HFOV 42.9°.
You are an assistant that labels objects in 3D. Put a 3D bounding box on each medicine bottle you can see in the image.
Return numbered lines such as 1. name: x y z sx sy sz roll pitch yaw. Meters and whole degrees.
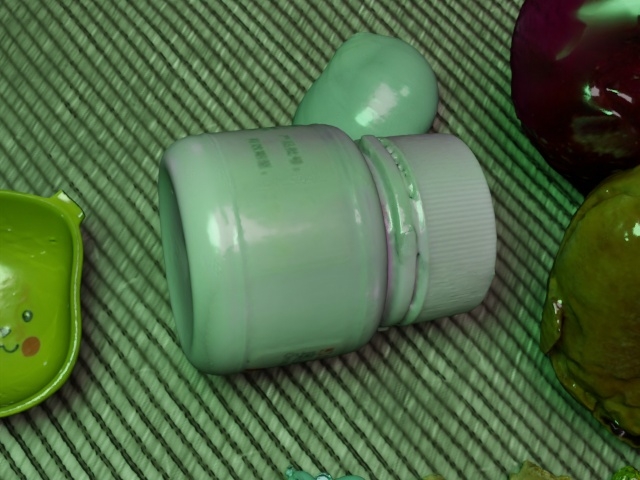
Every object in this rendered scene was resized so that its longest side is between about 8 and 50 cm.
1. medicine bottle: 0.000 0.000 0.890 0.324 0.256 0.256 -8 69 -19

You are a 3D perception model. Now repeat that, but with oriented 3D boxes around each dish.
1. dish: -0.361 0.073 0.907 0.221 0.108 0.263 6 70 -2

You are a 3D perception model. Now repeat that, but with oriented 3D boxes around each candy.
1. candy: 0.318 0.302 0.918 0.123 0.035 0.035 -39 116 -9

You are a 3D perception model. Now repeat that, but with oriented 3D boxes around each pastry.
1. pastry: 0.396 0.076 0.860 0.356 0.356 0.164 35 38 9

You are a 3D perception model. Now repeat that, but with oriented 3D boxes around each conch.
1. conch: 0.052 -0.168 1.048 0.184 0.121 0.221 11 70 32

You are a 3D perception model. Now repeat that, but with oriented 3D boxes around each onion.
1. onion: 0.396 -0.240 1.020 0.398 0.398 0.420 -17 28 -11

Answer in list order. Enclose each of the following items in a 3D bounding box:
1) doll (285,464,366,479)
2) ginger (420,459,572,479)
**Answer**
1. doll: 0.000 0.321 0.866 0.159 0.059 0.158 42 73 13
2. ginger: 0.190 0.315 0.891 0.193 0.052 0.176 20 67 12
